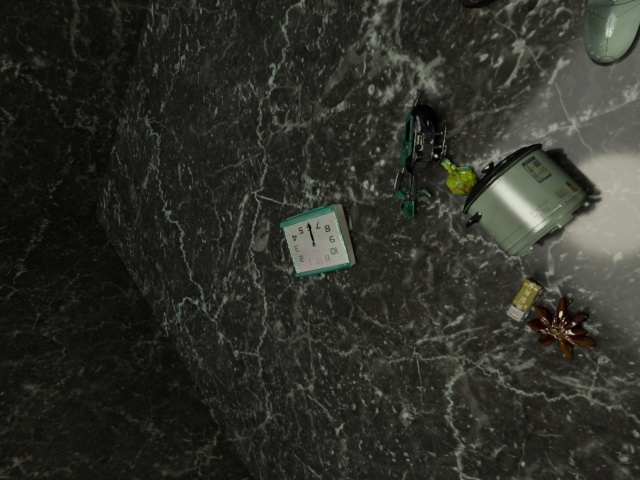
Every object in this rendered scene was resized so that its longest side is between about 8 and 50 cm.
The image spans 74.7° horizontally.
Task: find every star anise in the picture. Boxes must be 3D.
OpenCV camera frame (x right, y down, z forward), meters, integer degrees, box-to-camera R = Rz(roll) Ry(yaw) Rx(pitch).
[{"bbox_3d":[0.618,0.231,1.082,0.168,0.057,0.168,6,99,39],"label":"star anise"}]

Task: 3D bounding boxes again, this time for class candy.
[{"bbox_3d":[0.361,-0.238,1.229,0.262,0.077,0.073,61,144,25],"label":"candy"}]

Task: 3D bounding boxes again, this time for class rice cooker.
[{"bbox_3d":[0.487,-0.103,1.027,0.280,0.241,0.227,-39,73,-1],"label":"rice cooker"}]

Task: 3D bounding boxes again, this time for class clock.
[{"bbox_3d":[0.000,0.000,1.541,0.262,0.116,0.231,-16,92,42],"label":"clock"}]

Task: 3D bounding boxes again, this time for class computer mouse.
[{"bbox_3d":[0.655,-0.517,0.929,0.113,0.068,0.229,12,104,37],"label":"computer mouse"}]

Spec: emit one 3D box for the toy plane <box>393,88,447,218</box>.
[{"bbox_3d":[0.281,-0.242,1.236,0.155,0.106,0.382,-127,33,-64],"label":"toy plane"}]

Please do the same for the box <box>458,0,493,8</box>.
[{"bbox_3d":[0.478,-0.807,1.020,0.359,0.091,0.350,-13,88,43],"label":"box"}]

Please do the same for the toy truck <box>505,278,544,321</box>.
[{"bbox_3d":[0.548,0.159,1.126,0.052,0.063,0.123,34,117,31],"label":"toy truck"}]
